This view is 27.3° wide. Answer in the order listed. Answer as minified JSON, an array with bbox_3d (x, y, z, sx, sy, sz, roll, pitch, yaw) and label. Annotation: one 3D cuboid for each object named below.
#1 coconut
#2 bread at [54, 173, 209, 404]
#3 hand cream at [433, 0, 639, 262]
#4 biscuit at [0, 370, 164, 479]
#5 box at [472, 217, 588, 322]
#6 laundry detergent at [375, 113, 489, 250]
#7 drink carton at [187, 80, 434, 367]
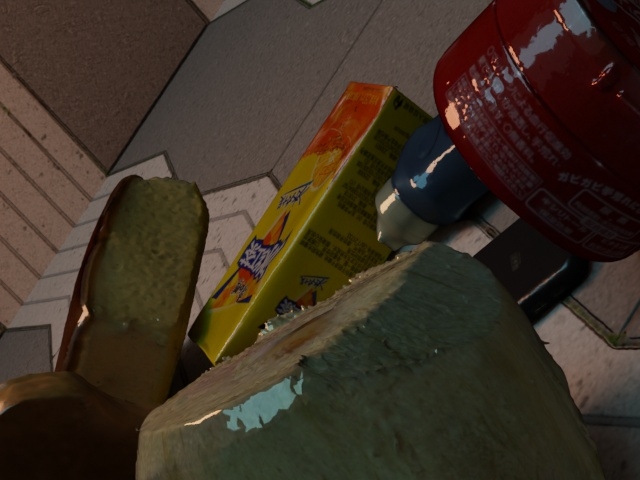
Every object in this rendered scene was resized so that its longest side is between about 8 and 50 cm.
[{"bbox_3d":[0.041,0.168,0.894,0.297,0.254,0.297,-33,7,4],"label":"coconut"},{"bbox_3d":[-0.244,0.129,1.618,0.323,0.143,0.333,-87,13,-56],"label":"bread"},{"bbox_3d":[0.208,-0.105,1.001,0.149,0.230,0.230,-47,22,29],"label":"hand cream"},{"bbox_3d":[-0.208,0.294,1.106,0.385,0.365,0.062,-58,33,12],"label":"biscuit"},{"bbox_3d":[0.180,0.024,1.149,0.125,0.027,0.126,-42,23,26],"label":"box"},{"bbox_3d":[0.153,-0.109,1.309,0.290,0.094,0.143,-46,26,23],"label":"laundry detergent"},{"bbox_3d":[0.000,0.000,1.456,0.351,0.111,0.154,-56,19,-2],"label":"drink carton"}]
